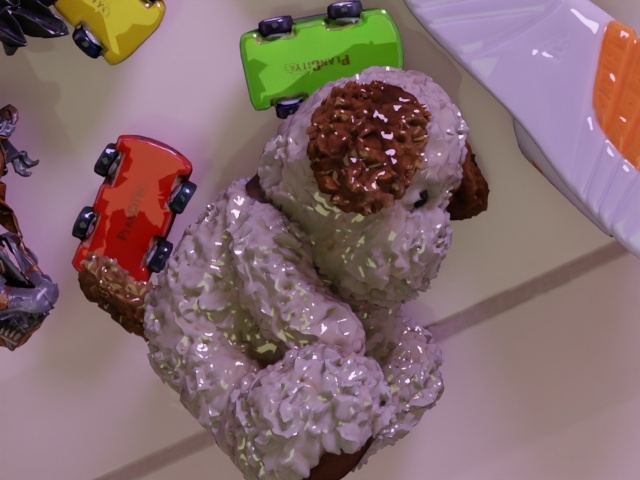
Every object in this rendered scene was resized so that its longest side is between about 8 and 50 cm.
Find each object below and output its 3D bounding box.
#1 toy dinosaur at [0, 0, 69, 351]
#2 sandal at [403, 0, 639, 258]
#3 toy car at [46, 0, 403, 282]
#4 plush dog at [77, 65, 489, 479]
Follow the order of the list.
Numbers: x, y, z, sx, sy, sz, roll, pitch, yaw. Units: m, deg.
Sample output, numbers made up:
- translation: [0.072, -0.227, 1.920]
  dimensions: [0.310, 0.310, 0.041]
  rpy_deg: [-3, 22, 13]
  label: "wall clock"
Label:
- translation: [-0.275, -0.075, 1.034]
  dimensions: [0.322, 0.164, 0.218]
  rpy_deg: [32, 142, -12]
  label: "toy dinosaur"
- translation: [0.153, -0.092, 1.050]
  dimensions: [0.102, 0.076, 0.265]
  rpy_deg: [-41, 76, -3]
  label: "sandal"
- translation: [-0.060, -0.099, 1.066]
  dimensions: [0.225, 0.053, 0.239]
  rpy_deg: [-9, 103, 5]
  label: "toy car"
- translation: [0.000, 0.000, 1.003]
  dimensions: [0.210, 0.262, 0.225]
  rpy_deg: [38, 98, 11]
  label: "plush dog"
